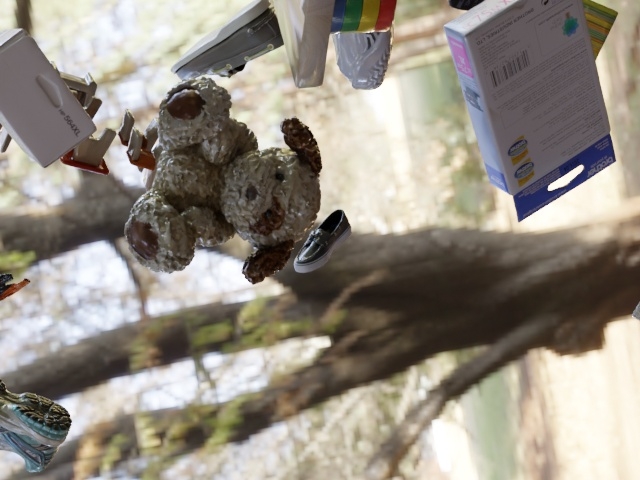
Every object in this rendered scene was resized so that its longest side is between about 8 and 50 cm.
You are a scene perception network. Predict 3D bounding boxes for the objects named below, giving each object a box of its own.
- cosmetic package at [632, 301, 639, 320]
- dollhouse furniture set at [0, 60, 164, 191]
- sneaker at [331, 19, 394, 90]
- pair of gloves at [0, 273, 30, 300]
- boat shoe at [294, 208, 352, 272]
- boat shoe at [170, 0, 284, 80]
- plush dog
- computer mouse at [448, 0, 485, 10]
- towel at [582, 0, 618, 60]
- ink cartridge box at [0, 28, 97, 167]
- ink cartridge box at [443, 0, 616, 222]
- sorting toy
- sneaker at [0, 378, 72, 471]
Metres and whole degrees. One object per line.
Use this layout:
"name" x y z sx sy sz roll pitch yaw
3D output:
"cosmetic package" 0.598 0.114 1.779 0.153 0.296 0.129 -61 -25 8
"dollhouse furniture set" -0.409 -0.177 2.155 0.135 0.262 0.259 -63 30 21
"sneaker" -0.035 -0.337 1.437 0.137 0.210 0.366 -37 -61 -85
"pair of gloves" -0.497 0.074 2.032 0.010 0.074 0.083 61 -171 18
"boat shoe" 0.000 0.000 2.002 0.142 0.049 0.040 -45 -51 -46
"boat shoe" -0.169 -0.345 2.393 0.091 0.305 0.109 50 -127 -13
"plush dog" -0.110 -0.065 1.752 0.210 0.225 0.263 15 -88 -81
"computer mouse" 0.175 -0.404 1.984 0.242 0.071 0.041 11 -153 -41
"towel" 0.465 -0.344 2.475 0.237 0.102 0.021 -64 -12 0
"ink cartridge box" -0.364 -0.178 1.616 0.148 0.086 0.203 55 170 -17
"ink cartridge box" 0.289 -0.195 1.771 0.065 0.185 0.311 37 155 54
"sorting toy" 0.012 -0.311 1.136 0.255 0.089 0.257 100 162 -48
"sneaker" -0.565 0.297 2.194 0.122 0.283 0.110 -65 -7 14
